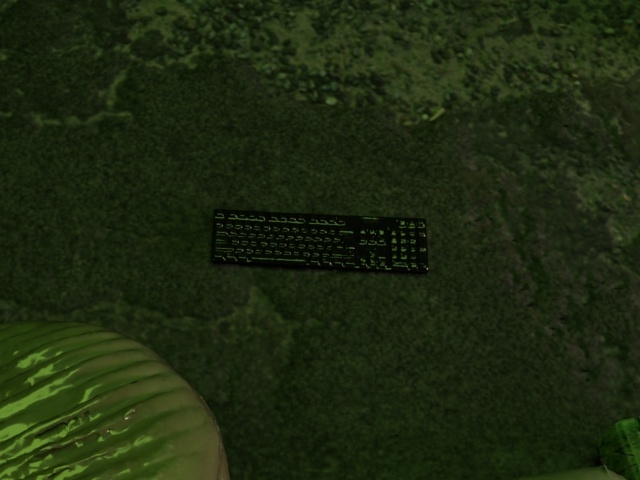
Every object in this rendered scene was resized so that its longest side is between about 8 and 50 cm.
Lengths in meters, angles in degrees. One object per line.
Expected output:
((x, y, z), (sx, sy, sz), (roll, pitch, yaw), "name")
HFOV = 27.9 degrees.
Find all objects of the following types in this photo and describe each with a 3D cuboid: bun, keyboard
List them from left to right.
((-0.223, 0.209, 0.934), (0.362, 0.234, 0.326), (21, 49, 28), "bun")
((0.000, 0.000, 1.218), (0.205, 0.013, 0.061), (3, 56, -3), "keyboard")

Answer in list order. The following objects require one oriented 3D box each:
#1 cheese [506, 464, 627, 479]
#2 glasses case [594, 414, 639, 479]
((0.175, 0.268, 0.969), (0.189, 0.154, 0.198), (-7, 56, -5), "cheese")
((0.313, 0.268, 1.025), (0.095, 0.062, 0.272), (-1, 55, -22), "glasses case")
